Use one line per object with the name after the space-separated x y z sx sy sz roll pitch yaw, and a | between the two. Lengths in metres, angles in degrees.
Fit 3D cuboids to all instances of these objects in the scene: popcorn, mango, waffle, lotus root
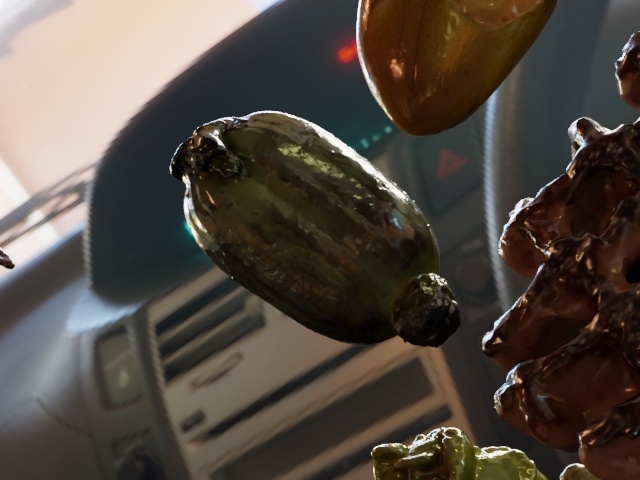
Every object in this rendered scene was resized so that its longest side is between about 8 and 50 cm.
0.170 0.356 1.533 0.259 0.259 0.212 -27 40 39 | popcorn
0.120 -0.217 1.205 0.257 0.187 0.138 -60 -15 -14 | mango
0.161 -0.003 0.387 0.234 0.055 0.221 -2 49 36 | waffle
0.000 0.000 1.193 0.173 0.309 0.173 -49 -12 -14 | lotus root

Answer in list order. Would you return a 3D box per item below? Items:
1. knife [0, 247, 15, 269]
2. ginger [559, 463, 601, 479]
-0.323 -0.018 1.001 0.247 0.018 0.035 22 14 31 | knife
0.441 0.335 1.715 0.221 0.275 0.130 9 1 19 | ginger
